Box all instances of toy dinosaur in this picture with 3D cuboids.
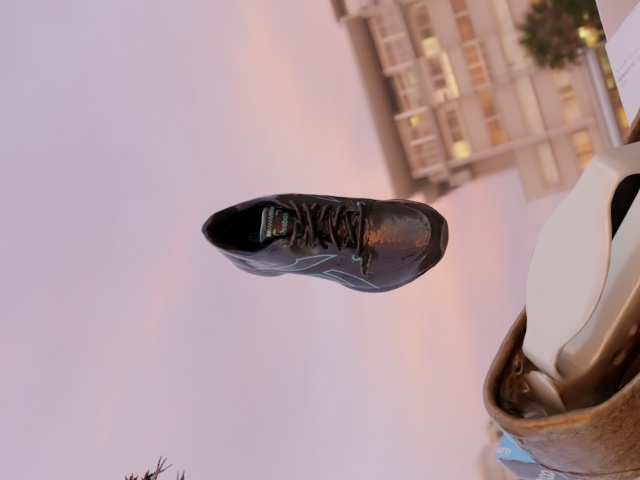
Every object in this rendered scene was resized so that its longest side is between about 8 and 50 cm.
[{"bbox_3d":[-0.157,0.257,1.205,0.047,0.082,0.090,14,-81,-45],"label":"toy dinosaur"}]

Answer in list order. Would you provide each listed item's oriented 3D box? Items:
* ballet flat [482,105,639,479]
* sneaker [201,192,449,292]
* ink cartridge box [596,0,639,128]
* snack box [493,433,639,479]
[{"bbox_3d":[0.175,-0.037,0.566,0.124,0.342,0.116,15,-161,-44],"label":"ballet flat"},{"bbox_3d":[0.000,0.000,1.252,0.106,0.267,0.101,24,-114,-62],"label":"sneaker"},{"bbox_3d":[0.441,-0.157,1.277,0.119,0.207,0.354,113,144,-75],"label":"ink cartridge box"},{"bbox_3d":[0.362,0.196,1.364,0.060,0.322,0.187,41,-116,-29],"label":"snack box"}]
